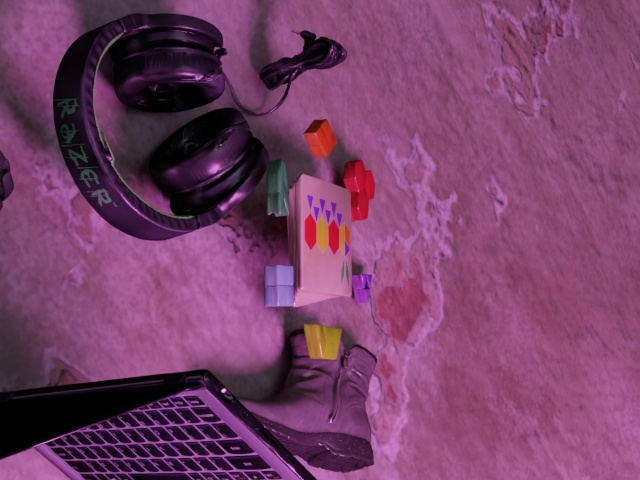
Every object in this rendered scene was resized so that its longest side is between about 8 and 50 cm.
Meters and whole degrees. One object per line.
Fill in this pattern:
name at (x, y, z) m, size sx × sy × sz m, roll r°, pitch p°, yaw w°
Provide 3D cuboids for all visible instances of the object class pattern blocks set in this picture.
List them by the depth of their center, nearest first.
pattern blocks set at (0.000, 0.000, 1.596) m, size 0.325 × 0.026 × 0.285 m, roll 33°, pitch 57°, yaw -66°

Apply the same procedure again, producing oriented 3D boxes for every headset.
headset at (-0.126, -0.151, 1.498) m, size 0.394 × 0.185 × 0.243 m, roll -33°, pitch 105°, yaw -56°

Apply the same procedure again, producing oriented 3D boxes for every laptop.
laptop at (-0.233, 0.251, 1.197) m, size 0.408 × 0.382 × 0.236 m, roll 48°, pitch 55°, yaw -24°

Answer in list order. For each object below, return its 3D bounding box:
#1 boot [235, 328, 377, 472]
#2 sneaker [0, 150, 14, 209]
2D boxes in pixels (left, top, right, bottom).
boot at (-0.033, 0.180, 1.607) m, size 0.246 × 0.083 × 0.161 m, roll 21°, pitch 56°, yaw -37°
sneaker at (-0.352, 0.001, 1.323) m, size 0.147 × 0.104 × 0.295 m, roll -27°, pitch 96°, yaw -36°
